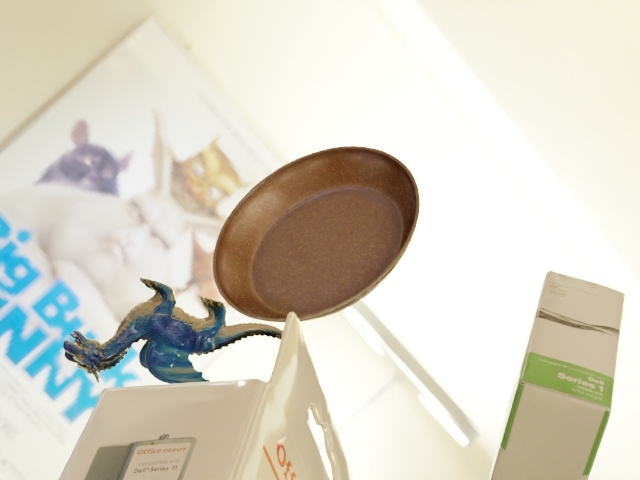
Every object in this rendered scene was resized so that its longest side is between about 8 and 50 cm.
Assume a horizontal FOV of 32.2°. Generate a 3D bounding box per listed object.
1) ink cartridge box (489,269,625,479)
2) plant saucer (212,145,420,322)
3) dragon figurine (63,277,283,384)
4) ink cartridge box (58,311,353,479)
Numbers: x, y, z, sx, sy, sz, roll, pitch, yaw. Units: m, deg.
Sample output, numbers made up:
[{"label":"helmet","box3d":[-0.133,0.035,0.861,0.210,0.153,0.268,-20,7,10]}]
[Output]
[{"label":"ink cartridge box","box3d":[0.244,0.156,1.137,0.092,0.160,0.219,16,32,11]},{"label":"plant saucer","box3d":[0.000,0.000,0.981,0.198,0.198,0.036,43,-11,48]},{"label":"dragon figurine","box3d":[-0.181,0.136,1.408,0.289,0.144,0.085,19,-5,-21]},{"label":"ink cartridge box","box3d":[-0.078,0.226,0.649,0.353,0.119,0.207,-71,150,-52]}]
